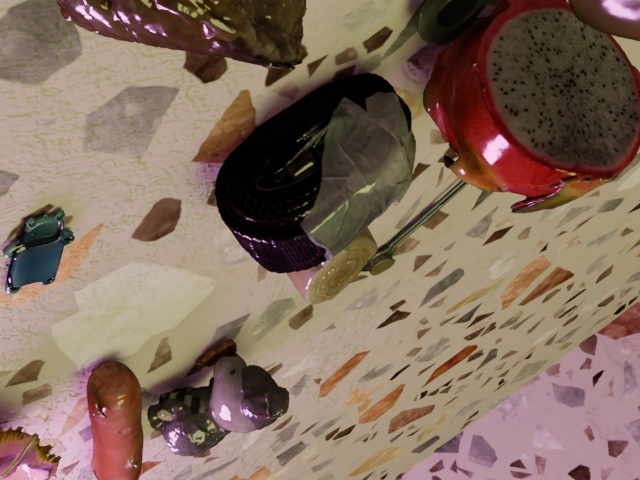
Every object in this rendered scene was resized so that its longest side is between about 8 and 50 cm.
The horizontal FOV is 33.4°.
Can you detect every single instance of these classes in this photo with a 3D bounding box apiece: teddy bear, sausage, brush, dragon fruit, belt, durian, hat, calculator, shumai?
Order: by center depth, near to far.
[{"bbox_3d":[-0.106,-0.311,0.974,0.346,0.217,0.283,-13,117,-64],"label":"shumai"},{"bbox_3d":[-0.356,0.015,1.338,0.094,0.019,0.141,-16,148,-37],"label":"calculator"},{"bbox_3d":[0.173,-0.313,1.392,0.121,0.050,0.121,-25,155,-12],"label":"hat"},{"bbox_3d":[-0.001,-0.095,1.408,0.289,0.184,0.164,-39,151,-5],"label":"belt"},{"bbox_3d":[0.284,-0.179,1.509,0.305,0.305,0.226,-20,173,-31],"label":"dragon fruit"},{"bbox_3d":[-0.547,0.362,1.616,0.341,0.112,0.191,-28,165,4],"label":"durian"},{"bbox_3d":[-0.349,0.333,1.821,0.094,0.094,0.419,-4,147,-13],"label":"sausage"},{"bbox_3d":[-0.160,0.281,1.891,0.251,0.144,0.171,-22,169,12],"label":"teddy bear"},{"bbox_3d":[0.182,-0.029,1.936,0.266,0.027,0.062,-43,155,16],"label":"brush"}]

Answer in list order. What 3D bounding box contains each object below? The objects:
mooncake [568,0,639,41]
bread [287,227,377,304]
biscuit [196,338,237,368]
[{"bbox_3d":[0.472,-0.414,1.293,0.378,0.201,0.378,-29,135,-33],"label":"mooncake"},{"bbox_3d":[0.000,0.000,1.618,0.134,0.141,0.148,-18,151,-31],"label":"bread"},{"bbox_3d":[-0.177,0.201,1.897,0.082,0.016,0.092,-38,162,13],"label":"biscuit"}]
